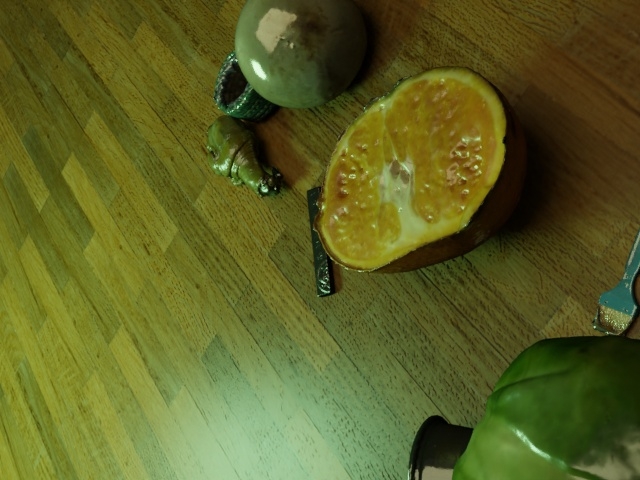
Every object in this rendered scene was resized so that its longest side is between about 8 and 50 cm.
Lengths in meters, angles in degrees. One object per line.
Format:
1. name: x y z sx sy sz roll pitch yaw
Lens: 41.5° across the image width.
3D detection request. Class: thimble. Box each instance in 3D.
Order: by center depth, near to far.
1. thimble: -0.127 -0.288 1.557 0.118 0.090 0.135 42 109 42

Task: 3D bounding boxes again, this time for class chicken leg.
1. chicken leg: -0.144 -0.143 1.551 0.103 0.088 0.228 -45 58 14

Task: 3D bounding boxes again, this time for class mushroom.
1. mushroom: -0.031 -0.338 1.432 0.226 0.178 0.227 4 102 20

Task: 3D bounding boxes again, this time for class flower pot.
1. flower pot: 0.189 0.304 1.074 0.106 0.157 0.158 -4 77 32

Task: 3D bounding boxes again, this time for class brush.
1. brush: 0.383 0.040 1.043 0.051 0.014 0.164 22 94 43

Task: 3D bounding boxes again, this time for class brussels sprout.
1. brussels sprout: 0.290 0.242 0.854 0.371 0.314 0.276 141 138 -66

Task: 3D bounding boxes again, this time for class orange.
1. orange: 0.140 -0.090 1.147 0.310 0.274 0.274 110 148 -57

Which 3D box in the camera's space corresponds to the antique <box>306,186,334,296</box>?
1. antique: 0.000 0.000 1.416 0.031 0.015 0.192 -23 65 38
